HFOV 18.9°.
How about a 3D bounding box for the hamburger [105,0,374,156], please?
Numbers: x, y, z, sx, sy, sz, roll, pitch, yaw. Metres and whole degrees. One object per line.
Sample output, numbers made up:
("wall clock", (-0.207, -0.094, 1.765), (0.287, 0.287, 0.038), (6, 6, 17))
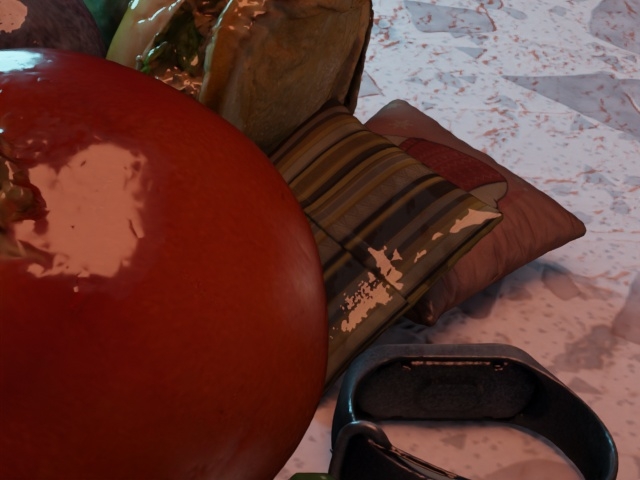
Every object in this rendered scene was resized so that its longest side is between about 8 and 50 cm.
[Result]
("hamburger", (-0.069, -0.141, 1.609), (0.146, 0.243, 0.286), (30, 75, 28))

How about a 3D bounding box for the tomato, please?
("tomato", (-0.149, 0.048, 1.122), (0.321, 0.321, 0.321), (8, 31, -5))

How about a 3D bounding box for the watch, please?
("watch", (0.104, 0.146, 1.359), (0.206, 0.068, 0.193), (4, 31, -16))

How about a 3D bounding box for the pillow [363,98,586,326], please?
("pillow", (0.076, -0.023, 1.603), (0.223, 0.084, 0.236), (32, 43, 26))

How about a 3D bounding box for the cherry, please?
("cherry", (-0.269, -0.142, 1.604), (0.195, 0.195, 0.195), (8, 31, -5))

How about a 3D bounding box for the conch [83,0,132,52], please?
("conch", (-0.174, -0.223, 1.768), (0.220, 0.195, 0.277), (-17, -3, 7))

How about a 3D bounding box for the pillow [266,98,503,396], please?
("pillow", (0.000, 0.000, 1.495), (0.208, 0.052, 0.212), (-44, 50, -10))

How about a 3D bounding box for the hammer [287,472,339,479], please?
("hammer", (0.008, 0.234, 1.134), (0.206, 0.119, 0.335), (24, 18, -16))
